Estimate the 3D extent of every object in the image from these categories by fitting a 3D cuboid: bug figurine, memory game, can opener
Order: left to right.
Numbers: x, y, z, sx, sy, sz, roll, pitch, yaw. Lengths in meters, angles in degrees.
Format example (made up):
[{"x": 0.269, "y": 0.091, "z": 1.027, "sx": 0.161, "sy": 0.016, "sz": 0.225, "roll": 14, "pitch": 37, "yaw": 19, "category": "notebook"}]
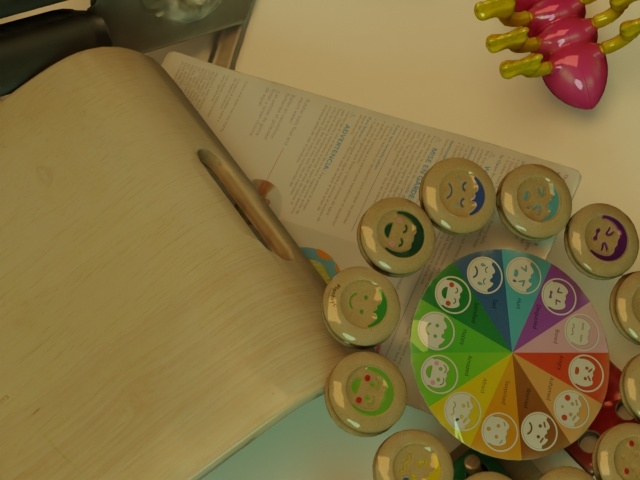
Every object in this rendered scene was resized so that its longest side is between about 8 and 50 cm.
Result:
[{"x": -0.152, "y": -0.122, "z": 0.916, "sx": 0.283, "sy": 0.076, "sz": 0.095, "roll": -22, "pitch": 28, "yaw": -37, "category": "can opener"}, {"x": 0.087, "y": 0.051, "z": 0.809, "sx": 0.186, "sy": 0.012, "sz": 0.186, "roll": 5, "pitch": 72, "yaw": -17, "category": "memory game"}, {"x": 0.164, "y": -0.180, "z": 0.937, "sx": 0.279, "sy": 0.072, "sz": 0.216, "roll": -14, "pitch": 71, "yaw": 0, "category": "bug figurine"}]

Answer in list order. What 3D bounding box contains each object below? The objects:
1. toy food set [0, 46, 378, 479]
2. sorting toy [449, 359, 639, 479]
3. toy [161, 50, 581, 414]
[{"x": -0.148, "y": 0.073, "z": 0.868, "sx": 0.306, "sy": 0.092, "sz": 0.220, "roll": -37, "pitch": 65, "yaw": 1, "category": "toy food set"}, {"x": 0.076, "y": 0.161, "z": 0.820, "sx": 0.274, "sy": 0.046, "sz": 0.132, "roll": -38, "pitch": 65, "yaw": -6, "category": "sorting toy"}, {"x": 0.000, "y": 0.000, "z": 0.901, "sx": 0.237, "sy": 0.056, "sz": 0.137, "roll": 19, "pitch": 75, "yaw": 21, "category": "toy"}]
